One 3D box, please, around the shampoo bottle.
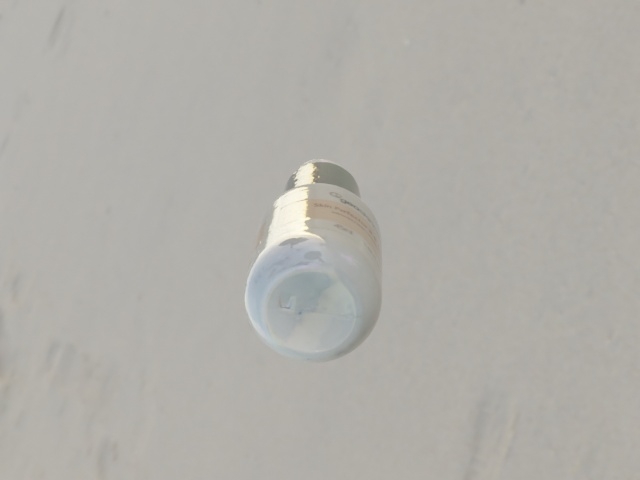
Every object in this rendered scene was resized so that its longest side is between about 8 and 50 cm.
[{"bbox_3d":[0.000,0.000,0.811,0.074,0.074,0.192,-58,9,21],"label":"shampoo bottle"}]
